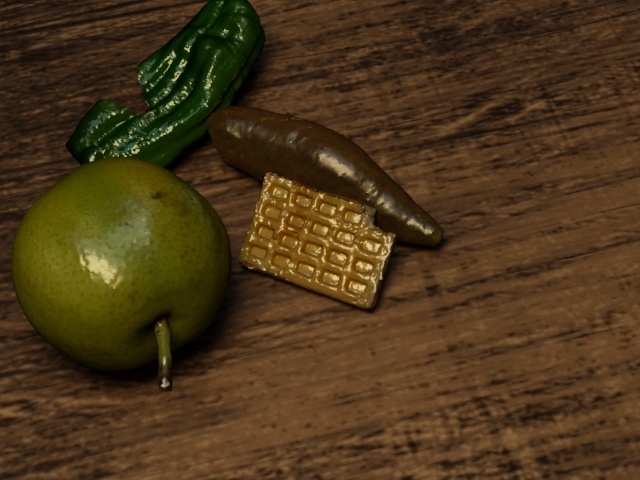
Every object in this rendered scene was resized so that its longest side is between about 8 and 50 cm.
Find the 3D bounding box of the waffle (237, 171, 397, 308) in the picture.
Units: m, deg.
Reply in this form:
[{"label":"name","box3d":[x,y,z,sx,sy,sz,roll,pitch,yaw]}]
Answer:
[{"label":"waffle","box3d":[0.000,0.000,1.038,0.135,0.021,0.092,17,86,16]}]

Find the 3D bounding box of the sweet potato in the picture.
[{"label":"sweet potato","box3d":[0.009,-0.063,1.085,0.243,0.077,0.077,24,57,13]}]

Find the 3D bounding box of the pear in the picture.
[{"label":"pear","box3d":[-0.149,0.033,0.951,0.180,0.166,0.216,-16,44,-27]}]

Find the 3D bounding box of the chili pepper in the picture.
[{"label":"chili pepper","box3d":[-0.140,-0.136,1.143,0.099,0.083,0.253,29,64,25]}]
